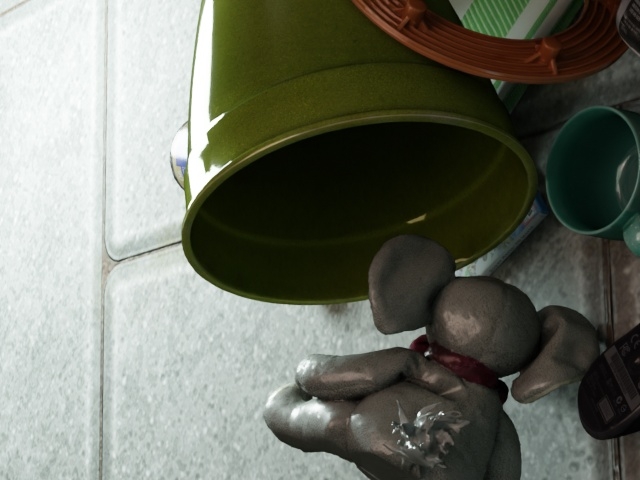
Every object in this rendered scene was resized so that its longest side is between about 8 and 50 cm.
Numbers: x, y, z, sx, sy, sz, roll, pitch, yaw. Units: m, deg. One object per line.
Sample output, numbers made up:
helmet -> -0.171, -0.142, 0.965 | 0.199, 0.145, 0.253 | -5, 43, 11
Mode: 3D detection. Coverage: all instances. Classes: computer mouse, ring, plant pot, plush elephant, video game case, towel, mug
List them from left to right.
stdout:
plant pot -> 0.011, -0.173, 1.851 | 0.366, 0.366, 0.353 | -39, 51, 41
plush elephant -> 0.131, 0.143, 1.824 | 0.255, 0.272, 0.330 | -55, 1, -21
towel -> 0.179, -0.305, 2.014 | 0.248, 0.038, 0.325 | -58, 42, 27
video game case -> 0.181, -0.023, 1.969 | 0.166, 0.015, 0.119 | -50, 48, 34
ring -> 0.171, -0.283, 1.780 | 0.032, 0.336, 0.336 | 110, 145, -43
mug -> 0.305, -0.051, 1.749 | 0.129, 0.097, 0.158 | -10, 76, 50
computer mouse -> 0.365, 0.121, 1.664 | 0.262, 0.060, 0.184 | -52, 34, 19

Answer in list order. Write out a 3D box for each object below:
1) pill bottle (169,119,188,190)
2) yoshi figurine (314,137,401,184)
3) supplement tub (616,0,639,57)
pill bottle -> -0.098, -0.101, 2.230 | 0.219, 0.123, 0.123 | 13, 93, 62
yoshi figurine -> 0.000, -0.217, 2.085 | 0.203, 0.203, 0.362 | -46, 50, 36
supplement tub -> 0.428, -0.286, 1.550 | 0.338, 0.207, 0.207 | -61, 42, 23
